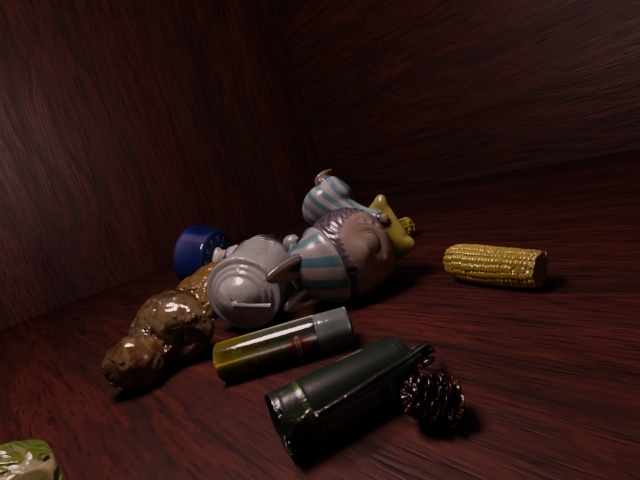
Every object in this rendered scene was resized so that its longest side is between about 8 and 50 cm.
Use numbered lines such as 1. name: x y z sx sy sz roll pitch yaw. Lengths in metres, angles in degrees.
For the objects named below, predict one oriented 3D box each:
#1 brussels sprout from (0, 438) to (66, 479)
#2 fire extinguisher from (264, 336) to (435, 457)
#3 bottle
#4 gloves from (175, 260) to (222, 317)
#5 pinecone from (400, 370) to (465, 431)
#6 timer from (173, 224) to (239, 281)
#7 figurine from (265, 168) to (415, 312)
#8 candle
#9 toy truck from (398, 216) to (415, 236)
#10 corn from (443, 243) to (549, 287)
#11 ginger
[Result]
1. brussels sprout: -0.460 0.357 0.580 0.155 0.117 0.155 -23 3 1
2. fire extinguisher: 0.070 0.211 0.603 0.294 0.093 0.118 -19 -31 -20
3. bottle: -0.072 0.213 0.832 0.286 0.082 0.082 -17 11 0
4. gloves: -0.366 0.158 1.359 0.203 0.155 0.356 -23 11 36
5. pinecone: 0.149 0.209 0.531 0.083 0.077 0.077 23 6 -10
6. timer: -0.378 0.076 1.677 0.384 0.270 0.270 3 17 18
7. figurine: 0.000 0.000 1.057 0.378 0.361 0.266 -20 -32 -43
8. candle: -0.190 0.116 1.137 0.221 0.221 0.342 -13 12 15
9. toy truck: 0.251 -0.026 1.536 0.227 0.098 0.114 -21 17 -30
10. corn: 0.390 0.056 0.914 0.093 0.093 0.244 -21 12 -26
11. ginger: -0.399 0.220 1.038 0.256 0.176 0.375 -30 16 -6
